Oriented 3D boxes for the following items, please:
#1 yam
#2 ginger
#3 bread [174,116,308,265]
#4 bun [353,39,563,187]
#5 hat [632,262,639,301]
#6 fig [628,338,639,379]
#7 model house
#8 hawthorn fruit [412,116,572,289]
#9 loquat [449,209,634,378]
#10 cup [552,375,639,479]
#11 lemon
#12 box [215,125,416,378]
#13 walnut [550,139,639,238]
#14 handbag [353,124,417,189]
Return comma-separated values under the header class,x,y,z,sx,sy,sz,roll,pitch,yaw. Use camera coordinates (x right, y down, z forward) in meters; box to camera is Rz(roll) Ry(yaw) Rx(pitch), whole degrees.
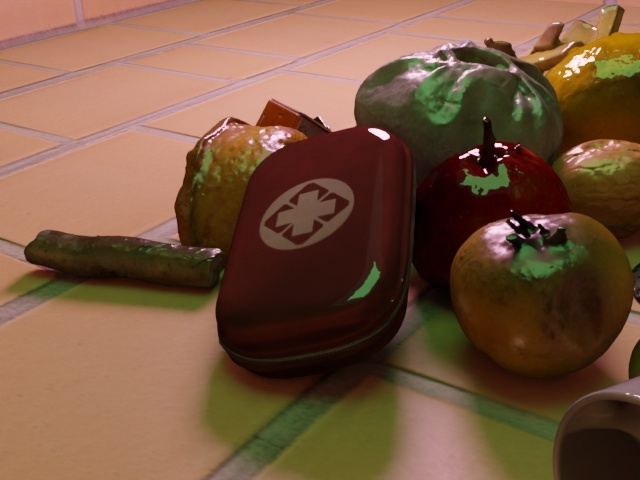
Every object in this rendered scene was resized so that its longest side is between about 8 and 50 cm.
class,x,y,z,sx,sy,sz,roll,pitch,yaw
yam,-0.298,0.027,1.295,0.318,0.067,0.071,6,14,15
ginger,0.541,-0.442,2.045,0.414,0.211,0.358,-8,24,-10
bread,-0.113,-0.101,1.417,0.195,0.178,0.340,8,28,20
bun,0.231,-0.214,1.414,0.355,0.194,0.354,8,37,-6
hat,0.563,0.019,1.170,0.266,0.128,0.265,-4,23,2
fig,0.411,0.138,0.930,0.153,0.136,0.120,-26,64,12
model house,-0.047,-0.214,1.696,0.208,0.135,0.219,-15,28,-21
hawthorn fruit,0.237,-0.046,1.183,0.230,0.265,0.210,-10,41,-9
loquat,0.263,0.061,1.014,0.213,0.213,0.213,-2,26,1
cup,0.391,0.188,0.735,0.318,0.212,0.212,-13,27,-25
lemon,0.545,-0.241,1.565,0.316,0.285,0.285,-18,16,29
box,0.000,0.000,1.128,0.263,0.108,0.403,-13,40,20
walnut,0.451,-0.081,1.359,0.207,0.159,0.159,-5,26,-7
handbag,0.186,-0.138,1.534,0.333,0.074,0.191,17,30,8
